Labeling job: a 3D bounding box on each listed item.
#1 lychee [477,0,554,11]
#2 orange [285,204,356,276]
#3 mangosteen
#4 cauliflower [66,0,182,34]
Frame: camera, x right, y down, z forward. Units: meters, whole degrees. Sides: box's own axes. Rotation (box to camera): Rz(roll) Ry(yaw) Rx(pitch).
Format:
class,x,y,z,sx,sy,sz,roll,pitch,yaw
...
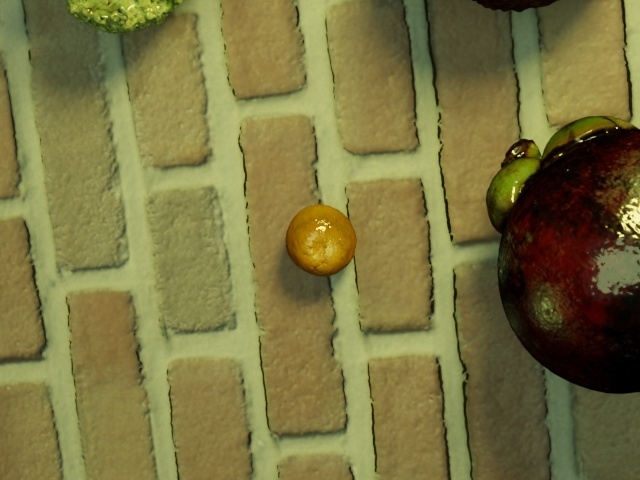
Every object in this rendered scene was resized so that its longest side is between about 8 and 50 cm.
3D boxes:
class,x,y,z,sx,sy,sz,roll,pitch,yaw
lychee,0.204,-0.362,1.794,0.260,0.260,0.260,1,98,10
orange,0.000,0.000,1.966,0.083,0.070,0.083,0,103,-2
mangosteen,0.307,0.010,1.803,0.300,0.300,0.300,1,98,10
cauliflower,-0.216,-0.385,1.856,0.272,0.250,0.275,-37,91,15
